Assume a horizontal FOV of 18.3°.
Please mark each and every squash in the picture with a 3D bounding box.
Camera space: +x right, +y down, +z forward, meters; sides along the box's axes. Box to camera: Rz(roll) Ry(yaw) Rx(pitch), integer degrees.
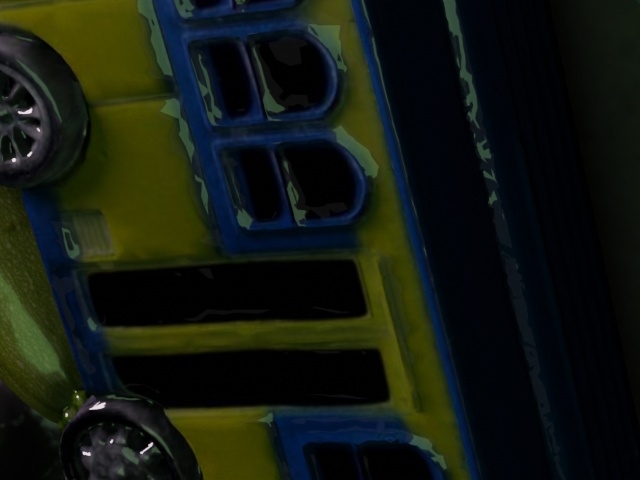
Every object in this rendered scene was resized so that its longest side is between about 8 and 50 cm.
[{"bbox_3d":[-0.135,-0.020,0.748,0.066,0.066,0.252,-38,88,34],"label":"squash"}]

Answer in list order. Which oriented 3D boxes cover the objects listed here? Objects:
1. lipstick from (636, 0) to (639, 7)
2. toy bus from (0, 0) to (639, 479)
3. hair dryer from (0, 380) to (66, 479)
[{"bbox_3d":[0.215,0.028,0.622,0.080,0.076,0.371,-26,104,32],"label":"lipstick"},{"bbox_3d":[0.000,0.000,0.665,0.175,0.138,0.287,-4,114,27],"label":"toy bus"},{"bbox_3d":[-0.210,0.010,0.811,0.196,0.078,0.248,-16,103,28],"label":"hair dryer"}]
